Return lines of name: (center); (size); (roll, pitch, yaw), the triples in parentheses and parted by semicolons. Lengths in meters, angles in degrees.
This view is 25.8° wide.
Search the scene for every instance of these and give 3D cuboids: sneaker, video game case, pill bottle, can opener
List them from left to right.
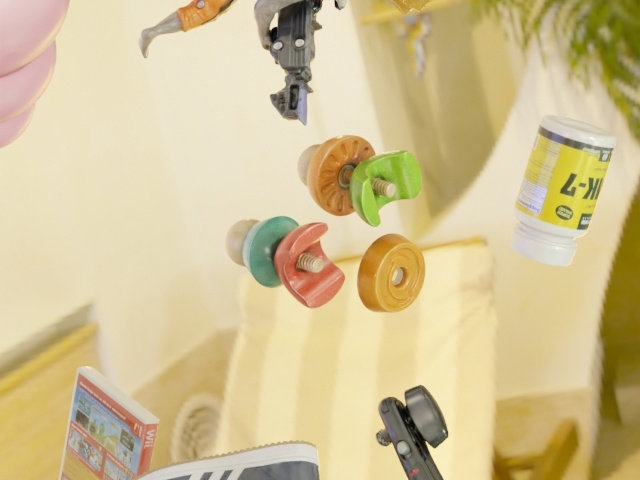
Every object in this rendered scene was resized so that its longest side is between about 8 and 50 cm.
video game case: (-0.320, 0.352, 2.041); (0.025, 0.285, 0.204); (0, 18, -39)
sneaker: (-0.130, 0.366, 1.831); (0.282, 0.153, 0.099); (-15, -32, 6)
can opener: (0.113, 0.251, 1.537); (0.073, 0.186, 0.059); (-35, -28, 30)
pill bottle: (0.363, -0.075, 2.120); (0.119, 0.208, 0.119); (14, 16, -4)

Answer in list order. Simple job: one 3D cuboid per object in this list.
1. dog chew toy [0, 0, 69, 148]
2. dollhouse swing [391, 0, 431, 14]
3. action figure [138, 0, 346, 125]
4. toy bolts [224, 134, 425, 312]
dog chew toy: (-0.378, -0.222, 1.529); (0.206, 0.207, 0.332); (-19, -29, -22)
dollhouse swing: (0.080, -0.497, 1.609); (0.305, 0.315, 0.347); (27, -15, -12)
action figure: (-0.091, -0.329, 1.862); (0.330, 0.341, 0.178); (-8, -16, 5)
toy bolts: (0.000, 0.000, 1.712); (0.228, 0.218, 0.158); (-33, 33, -32)
